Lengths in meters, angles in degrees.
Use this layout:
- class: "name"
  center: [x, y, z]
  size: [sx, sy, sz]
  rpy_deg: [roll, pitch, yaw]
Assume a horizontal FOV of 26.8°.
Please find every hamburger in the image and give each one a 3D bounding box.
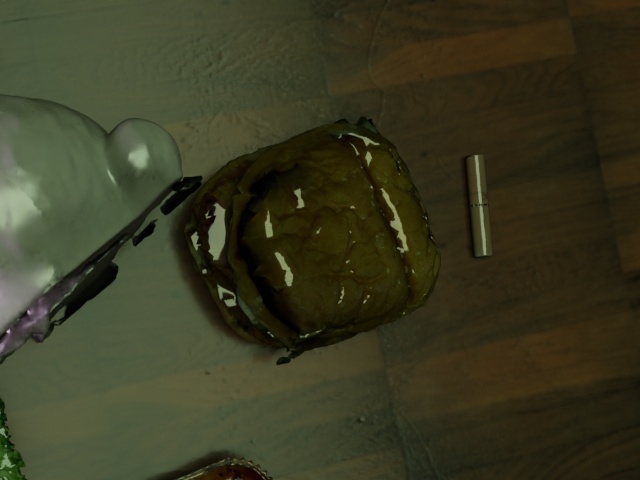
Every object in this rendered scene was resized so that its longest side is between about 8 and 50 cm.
- class: "hamburger"
  center: [0.000, 0.000, 1.134]
  size: [0.206, 0.130, 0.183]
  rpy_deg: [-23, 95, -18]

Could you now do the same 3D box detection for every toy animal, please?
- class: "toy animal"
  center: [-0.297, -0.084, 1.037]
  size: [0.258, 0.194, 0.357]
  rpy_deg: [-44, 90, -4]

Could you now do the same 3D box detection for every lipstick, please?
- class: "lipstick"
  center: [0.145, -0.031, 1.229]
  size: [0.019, 0.019, 0.094]
  rpy_deg: [-4, 88, -16]

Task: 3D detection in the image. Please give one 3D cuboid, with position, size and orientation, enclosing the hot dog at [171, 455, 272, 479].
- class: "hot dog"
  center: [-0.117, 0.252, 1.121]
  size: [0.191, 0.059, 0.108]
  rpy_deg: [-24, 97, -18]

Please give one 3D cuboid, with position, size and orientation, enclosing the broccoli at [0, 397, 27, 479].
- class: "broccoli"
  center: [-0.351, 0.188, 0.978]
  size: [0.269, 0.241, 0.261]
  rpy_deg: [10, 105, 3]
